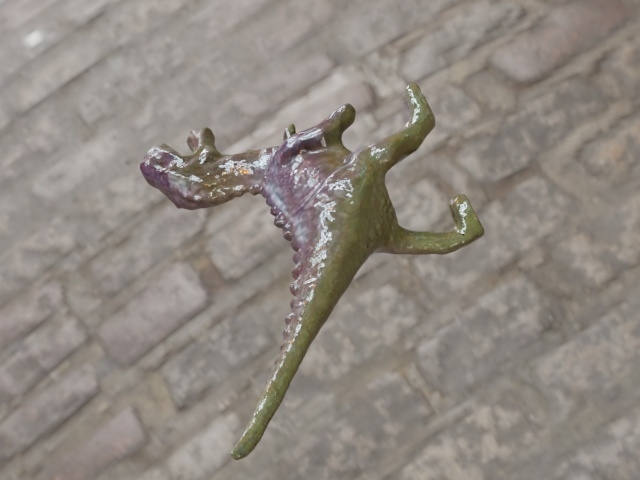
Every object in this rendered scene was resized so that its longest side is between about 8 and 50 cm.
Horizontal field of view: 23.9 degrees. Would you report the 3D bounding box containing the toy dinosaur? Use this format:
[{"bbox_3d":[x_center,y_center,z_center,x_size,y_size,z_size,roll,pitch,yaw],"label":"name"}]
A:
[{"bbox_3d":[0.000,0.002,0.909,0.199,0.072,0.251,-22,59,-8],"label":"toy dinosaur"}]
